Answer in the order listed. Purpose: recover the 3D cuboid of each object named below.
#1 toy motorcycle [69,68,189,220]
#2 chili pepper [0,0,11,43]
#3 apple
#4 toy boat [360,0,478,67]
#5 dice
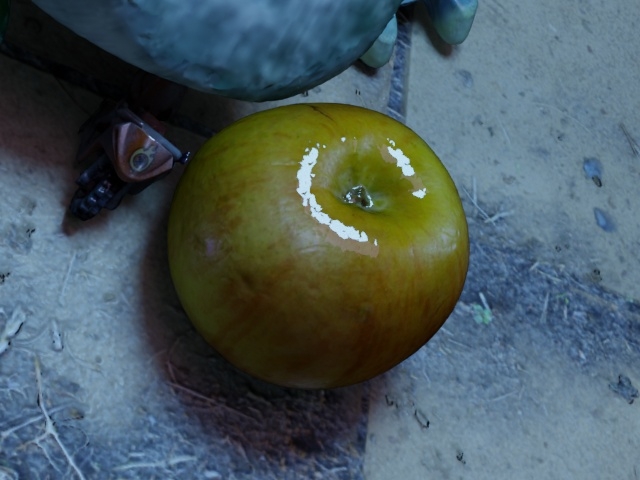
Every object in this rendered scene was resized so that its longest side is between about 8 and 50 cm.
[{"bbox_3d":[-0.167,-0.108,1.724,0.084,0.118,0.212,39,48,-19],"label":"toy motorcycle"},{"bbox_3d":[-0.409,-0.224,1.566,0.248,0.233,0.256,38,41,-31],"label":"chili pepper"},{"bbox_3d":[0.000,0.000,1.699,0.286,0.233,0.286,15,57,-25],"label":"apple"},{"bbox_3d":[0.045,-0.353,2.037,0.215,0.123,0.330,-23,89,-32],"label":"toy boat"},{"bbox_3d":[-0.106,-0.352,1.700,0.328,0.330,0.348,16,26,-39],"label":"dice"}]
